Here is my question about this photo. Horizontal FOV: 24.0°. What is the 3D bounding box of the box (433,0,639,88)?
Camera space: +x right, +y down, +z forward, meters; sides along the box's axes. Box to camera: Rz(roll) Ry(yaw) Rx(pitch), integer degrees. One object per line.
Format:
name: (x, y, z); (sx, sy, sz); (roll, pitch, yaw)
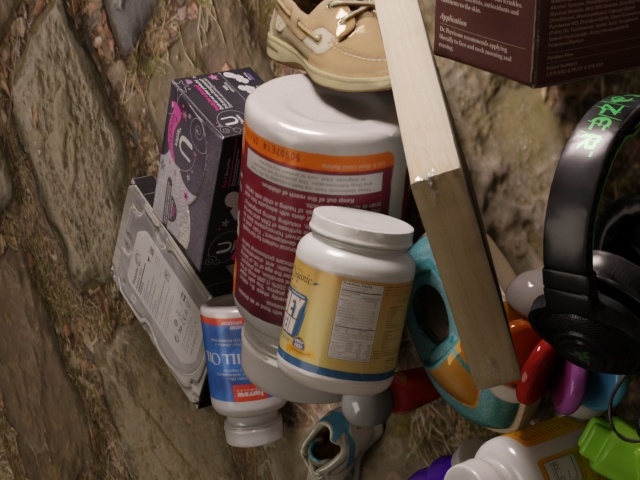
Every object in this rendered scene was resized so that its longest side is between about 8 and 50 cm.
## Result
box: (0.233, -0.281, 1.554); (0.168, 0.167, 0.203); (30, 125, 50)

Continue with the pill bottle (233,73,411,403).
pill bottle: (0.000, 0.000, 1.966); (0.224, 0.224, 0.392); (36, 130, 46)

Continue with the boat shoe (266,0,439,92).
boat shoe: (0.028, -0.265, 1.920); (0.341, 0.121, 0.110); (26, 124, 52)

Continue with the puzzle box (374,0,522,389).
puzzle box: (0.133, -0.068, 1.622); (0.409, 0.052, 0.272); (-95, -12, -57)

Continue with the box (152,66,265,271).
box: (-0.145, -0.106, 2.228); (0.163, 0.142, 0.247); (48, 137, 37)

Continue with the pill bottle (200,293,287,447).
pill bottle: (-0.112, 0.198, 2.307); (0.124, 0.124, 0.222); (9, 110, 56)

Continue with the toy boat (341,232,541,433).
toy boat: (0.144, 0.144, 1.866); (0.268, 0.148, 0.318); (64, 145, 19)

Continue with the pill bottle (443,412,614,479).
pill bottle: (0.246, 0.268, 1.696); (0.117, 0.208, 0.118); (27, 123, 50)

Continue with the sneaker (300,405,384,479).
sneaker: (0.012, 0.315, 2.187); (0.087, 0.092, 0.229); (53, 142, 30)

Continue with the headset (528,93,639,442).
headset: (0.333, 0.049, 1.490); (0.185, 0.243, 0.394); (13, 129, 36)

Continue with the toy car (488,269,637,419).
toy car: (0.263, 0.131, 1.649); (0.136, 0.182, 0.159); (-72, -5, -60)

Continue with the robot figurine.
robot figurine: (0.340, 0.236, 1.638); (0.067, 0.115, 0.101); (-63, 0, 12)

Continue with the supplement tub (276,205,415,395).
supplement tub: (0.033, 0.071, 1.788); (0.144, 0.144, 0.200); (25, 109, 51)

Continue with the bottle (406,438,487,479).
bottle: (0.155, 0.358, 1.980); (0.118, 0.092, 0.283); (58, 143, 25)

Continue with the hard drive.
hard drive: (-0.242, 0.084, 2.525); (0.339, 0.064, 0.237); (54, 141, 33)
